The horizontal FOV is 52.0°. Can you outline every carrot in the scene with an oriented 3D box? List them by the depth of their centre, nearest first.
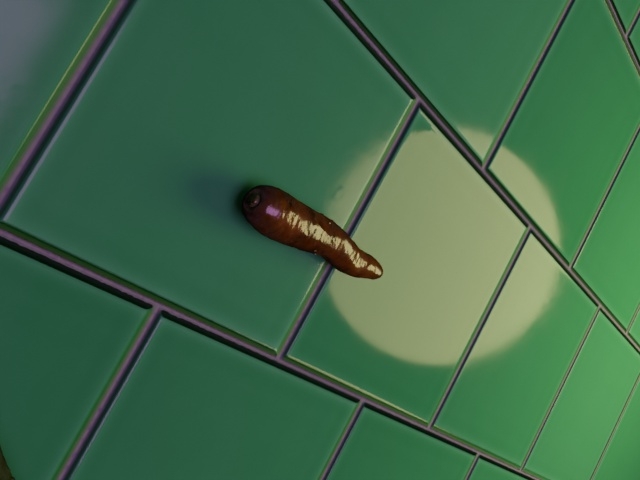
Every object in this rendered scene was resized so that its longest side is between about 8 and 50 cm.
[{"bbox_3d":[0.001,-0.001,0.505,0.165,0.035,0.036,28,86,-46],"label":"carrot"}]

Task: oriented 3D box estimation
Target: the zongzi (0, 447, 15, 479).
[{"bbox_3d":[-0.190,0.121,0.382,0.130,0.062,0.154,20,75,-64],"label":"zongzi"}]
